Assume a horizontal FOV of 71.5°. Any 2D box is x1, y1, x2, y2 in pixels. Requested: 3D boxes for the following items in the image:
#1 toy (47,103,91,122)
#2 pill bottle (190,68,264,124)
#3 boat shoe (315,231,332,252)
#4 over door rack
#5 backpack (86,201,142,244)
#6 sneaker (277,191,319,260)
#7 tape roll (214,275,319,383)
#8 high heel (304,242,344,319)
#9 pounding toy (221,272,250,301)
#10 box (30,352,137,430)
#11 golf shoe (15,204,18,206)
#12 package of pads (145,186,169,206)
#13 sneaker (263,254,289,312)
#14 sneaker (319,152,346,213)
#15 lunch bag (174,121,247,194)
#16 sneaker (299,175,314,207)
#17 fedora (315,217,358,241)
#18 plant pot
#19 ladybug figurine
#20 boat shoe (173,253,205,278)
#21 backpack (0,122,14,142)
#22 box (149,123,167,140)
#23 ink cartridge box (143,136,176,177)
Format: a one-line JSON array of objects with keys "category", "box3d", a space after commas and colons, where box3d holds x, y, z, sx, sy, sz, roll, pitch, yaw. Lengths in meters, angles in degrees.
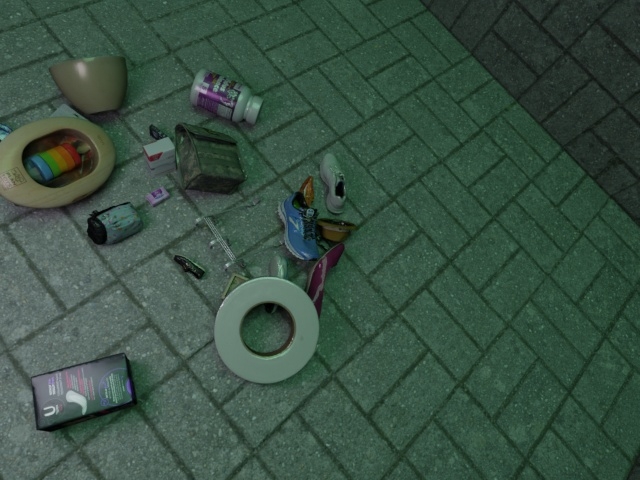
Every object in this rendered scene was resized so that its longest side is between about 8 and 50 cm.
[{"category": "toy", "box3d": [-1.040, -0.413, 1.763, 0.136, 0.056, 0.237, 36, 67, -5]}, {"category": "pill bottle", "box3d": [-0.414, -0.636, 1.998, 0.301, 0.169, 0.170, 20, 63, -9]}, {"category": "boat shoe", "box3d": [0.000, 0.000, 1.934, 0.046, 0.038, 0.125, -39, 84, -28]}, {"category": "over door rack", "box3d": [-0.323, -0.026, 1.814, 0.324, 0.108, 0.240, -27, 78, -41]}, {"category": "backpack", "box3d": [-0.766, -0.063, 1.664, 0.182, 0.152, 0.115, -33, 86, -39]}, {"category": "sneaker", "box3d": [-0.077, -0.064, 1.836, 0.129, 0.147, 0.330, 3, 55, -41]}, {"category": "tape roll", "box3d": [-0.195, 0.325, 1.642, 0.391, 0.072, 0.393, 1, 88, -14]}, {"category": "high heel", "box3d": [0.016, 0.183, 1.822, 0.181, 0.127, 0.377, 43, 71, 1]}, {"category": "pounding toy", "box3d": [-0.295, 0.196, 1.733, 0.130, 0.100, 0.141, 23, 68, -1]}, {"category": "box", "box3d": [-0.747, 0.484, 1.423, 0.270, 0.143, 0.166, -11, 70, -21]}, {"category": "golf shoe", "box3d": [-1.105, -0.214, 1.649, 0.085, 0.067, 0.186, -6, 70, -21]}, {"category": "package of pads", "box3d": [-0.659, -0.177, 1.798, 0.083, 0.032, 0.050, -38, 85, -28]}, {"category": "sneaker", "box3d": [-0.169, 0.177, 1.783, 0.086, 0.085, 0.238, 24, 66, -37]}, {"category": "sneaker", "box3d": [0.074, -0.276, 2.026, 0.110, 0.129, 0.298, -6, 68, -18]}, {"category": "lunch bag", "box3d": [-0.458, -0.352, 1.828, 0.235, 0.168, 0.287, 2, 63, -48]}, {"category": "sneaker", "box3d": [-0.057, -0.209, 2.003, 0.067, 0.064, 0.175, 25, 66, -29]}, {"category": "fedora", "box3d": [0.065, -0.043, 1.932, 0.194, 0.194, 0.079, 6, 103, -16]}, {"category": "plant pot", "box3d": [-0.910, -0.616, 1.799, 0.283, 0.284, 0.191, -19, 109, -24]}, {"category": "ladybug figurine", "box3d": [-0.978, -0.277, 1.626, 0.449, 0.161, 0.305, -40, 110, -41]}, {"category": "boat shoe", "box3d": [-0.511, 0.100, 1.718, 0.133, 0.049, 0.042, 34, 54, -7]}, {"category": "backpack", "box3d": [-1.198, -0.386, 1.671, 0.114, 0.105, 0.084, 27, 61, -6]}, {"category": "box", "box3d": [-0.686, -0.445, 1.885, 0.083, 0.067, 0.018, 38, 62, 0]}, {"category": "ink cartridge box", "box3d": [-0.650, -0.334, 1.803, 0.109, 0.150, 0.063, -28, 75, -26]}]
